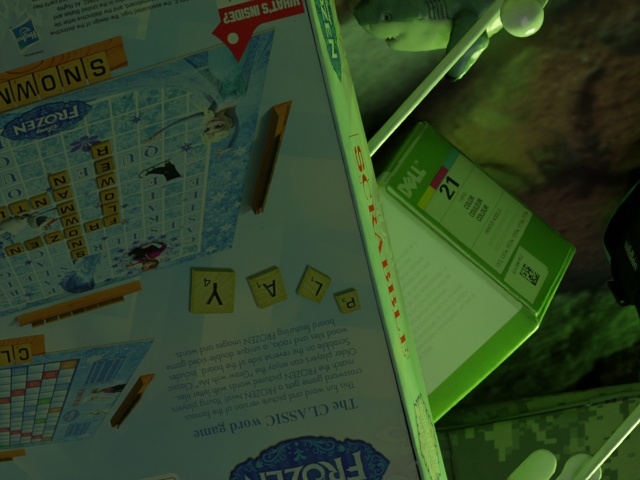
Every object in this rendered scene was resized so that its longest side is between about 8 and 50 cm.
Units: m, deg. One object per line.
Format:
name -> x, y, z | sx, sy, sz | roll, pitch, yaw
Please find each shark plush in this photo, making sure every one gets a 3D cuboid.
shark plush -> 0.091, -0.155, 0.944 | 0.067, 0.073, 0.161 | 41, 129, -9

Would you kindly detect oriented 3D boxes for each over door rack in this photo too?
over door rack -> 0.147, -0.020, 0.909 | 0.239, 0.108, 0.324 | 42, 102, -11

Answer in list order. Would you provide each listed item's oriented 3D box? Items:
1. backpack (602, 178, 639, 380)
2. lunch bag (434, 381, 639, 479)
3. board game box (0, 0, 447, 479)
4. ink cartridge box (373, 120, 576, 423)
backpack -> 0.273, -0.001, 1.076 | 0.144, 0.166, 0.188 | -4, 143, -10
lunch bag -> 0.191, 0.237, 1.236 | 0.305, 0.256, 0.212 | -7, 172, -7
board game box -> -0.123, 0.019, 0.877 | 0.318, 0.318, 0.066 | -12, -176, 13
ink cartridge box -> 0.000, 0.000, 1.088 | 0.255, 0.097, 0.189 | 40, 127, -3
